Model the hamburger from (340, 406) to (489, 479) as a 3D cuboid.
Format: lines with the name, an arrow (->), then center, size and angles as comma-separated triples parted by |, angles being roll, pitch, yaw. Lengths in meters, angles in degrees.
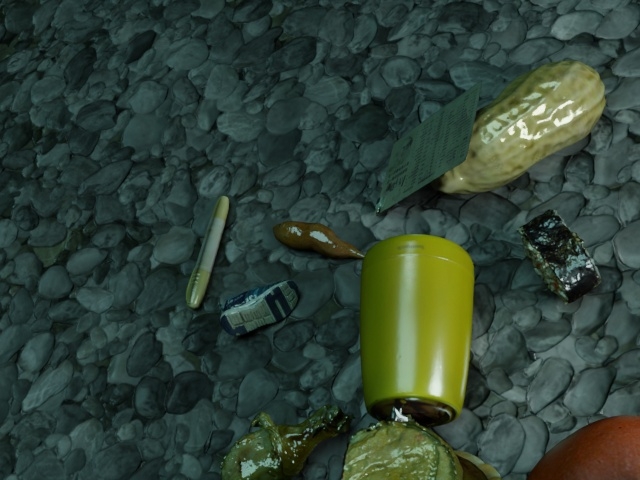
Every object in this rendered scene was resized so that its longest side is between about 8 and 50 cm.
hamburger -> 0.125, 0.373, 1.381 | 0.211, 0.132, 0.309 | -3, 46, 20

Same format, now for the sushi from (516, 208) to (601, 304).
sushi -> 0.361, 0.026, 1.601 | 0.078, 0.090, 0.150 | -29, 50, 0

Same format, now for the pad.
pad -> 0.175, -0.151, 1.753 | 0.265, 0.009, 0.160 | -32, 36, 54

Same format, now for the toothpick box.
toothpick box -> 0.142, 0.144, 1.575 | 0.175, 0.175, 0.271 | -7, 59, 21

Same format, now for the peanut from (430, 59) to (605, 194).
peanut -> 0.317, -0.182, 1.731 | 0.325, 0.140, 0.153 | -31, 35, 9

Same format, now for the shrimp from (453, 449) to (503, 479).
shrimp -> 0.159, 0.373, 1.497 | 0.217, 0.051, 0.150 | -17, 50, 5

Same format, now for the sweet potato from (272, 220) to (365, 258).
sweet potato -> 0.000, 0.000, 1.814 | 0.194, 0.056, 0.056 | 18, 68, 27

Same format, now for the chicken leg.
chicken leg -> -0.057, 0.310, 1.611 | 0.227, 0.088, 0.103 | -38, 38, 2

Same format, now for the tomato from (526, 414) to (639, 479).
tomato -> 0.385, 0.356, 1.228 | 0.321, 0.321, 0.322 | -12, 55, 18

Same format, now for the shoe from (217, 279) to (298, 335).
shoe -> -0.104, 0.106, 1.788 | 0.143, 0.064, 0.071 | -26, 33, 1

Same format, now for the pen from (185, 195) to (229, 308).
pen -> -0.205, 0.020, 1.908 | 0.040, 0.032, 0.233 | -19, 47, 43
